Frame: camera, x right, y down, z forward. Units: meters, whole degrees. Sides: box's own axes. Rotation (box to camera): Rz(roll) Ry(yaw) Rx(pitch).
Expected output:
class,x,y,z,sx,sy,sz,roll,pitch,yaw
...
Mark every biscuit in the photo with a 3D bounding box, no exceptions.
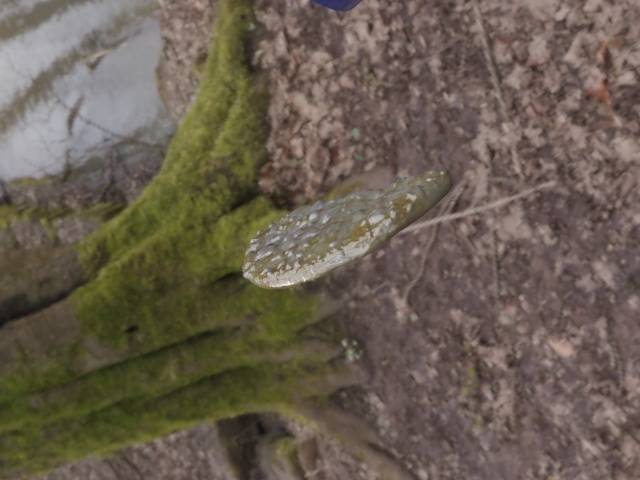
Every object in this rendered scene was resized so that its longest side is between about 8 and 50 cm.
class,x,y,z,sx,sy,sz,roll,pitch,yaw
biscuit,0.001,0.001,0.956,0.289,0.141,0.038,-13,117,53

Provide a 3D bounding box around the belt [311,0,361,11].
class,x,y,z,sx,sy,sz,roll,pitch,yaw
belt,-0.065,-0.238,0.344,0.117,0.212,0.347,-36,120,24
